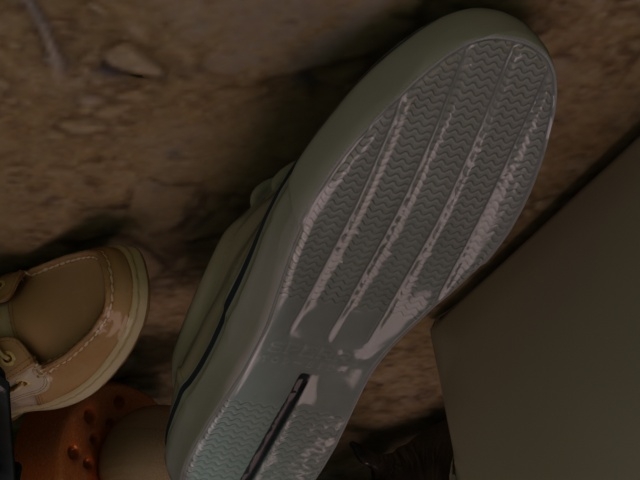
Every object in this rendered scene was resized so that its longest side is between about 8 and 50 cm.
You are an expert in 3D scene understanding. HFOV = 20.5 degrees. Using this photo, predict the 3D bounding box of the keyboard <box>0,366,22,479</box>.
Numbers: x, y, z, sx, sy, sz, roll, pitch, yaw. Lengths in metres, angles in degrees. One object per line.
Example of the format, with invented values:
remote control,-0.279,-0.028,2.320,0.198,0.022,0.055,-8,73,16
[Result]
keyboard,-0.296,0.090,0.805,0.317,0.033,0.201,7,150,-2

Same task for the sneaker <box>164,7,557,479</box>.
sneaker,0.000,0.000,0.731,0.094,0.091,0.258,18,121,-31

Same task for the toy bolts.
toy bolts,-0.073,0.188,0.928,0.158,0.218,0.228,-14,161,38

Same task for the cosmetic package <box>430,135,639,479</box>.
cosmetic package,0.206,0.044,0.749,0.155,0.197,0.365,5,150,-26

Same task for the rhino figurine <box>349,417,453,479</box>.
rhino figurine,0.103,0.146,0.991,0.243,0.106,0.073,-7,168,22

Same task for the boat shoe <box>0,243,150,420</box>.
boat shoe,-0.145,0.048,0.796,0.059,0.063,0.170,13,146,-44
